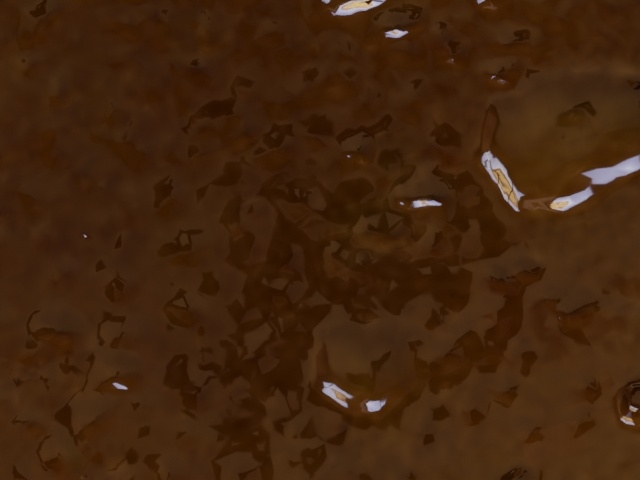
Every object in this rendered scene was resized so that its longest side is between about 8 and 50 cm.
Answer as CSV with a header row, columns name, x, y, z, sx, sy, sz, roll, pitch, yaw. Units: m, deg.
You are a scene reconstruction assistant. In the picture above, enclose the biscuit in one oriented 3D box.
name,x,y,z,sx,sy,sz,roll,pitch,yaw
biscuit,0.000,0.000,0.513,0.381,0.074,0.358,-18,85,-11
